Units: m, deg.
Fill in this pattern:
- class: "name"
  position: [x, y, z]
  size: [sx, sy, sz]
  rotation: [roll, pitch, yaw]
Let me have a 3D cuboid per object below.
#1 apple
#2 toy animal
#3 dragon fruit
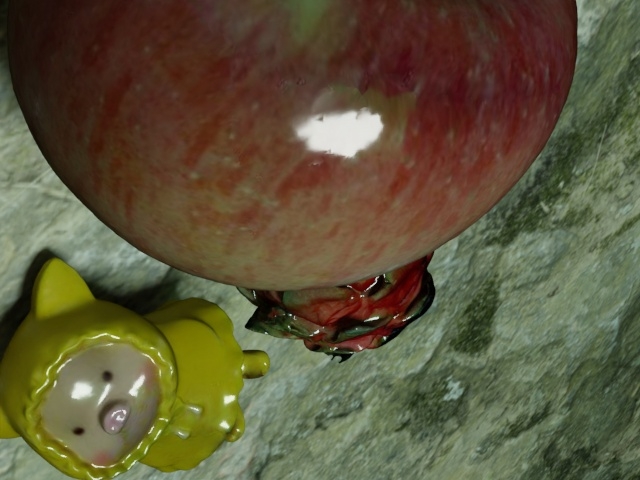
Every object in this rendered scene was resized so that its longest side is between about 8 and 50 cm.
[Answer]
- class: "apple"
  position: [-0.020, -0.114, 0.904]
  size: [0.345, 0.345, 0.269]
  rotation: [-14, 155, -43]
- class: "toy animal"
  position: [-0.141, 0.105, 1.131]
  size: [0.230, 0.156, 0.156]
  rotation: [16, 109, -43]
- class: "dragon fruit"
  position: [0.006, 0.003, 1.168]
  size: [0.188, 0.182, 0.182]
  rotation: [18, 108, -55]
